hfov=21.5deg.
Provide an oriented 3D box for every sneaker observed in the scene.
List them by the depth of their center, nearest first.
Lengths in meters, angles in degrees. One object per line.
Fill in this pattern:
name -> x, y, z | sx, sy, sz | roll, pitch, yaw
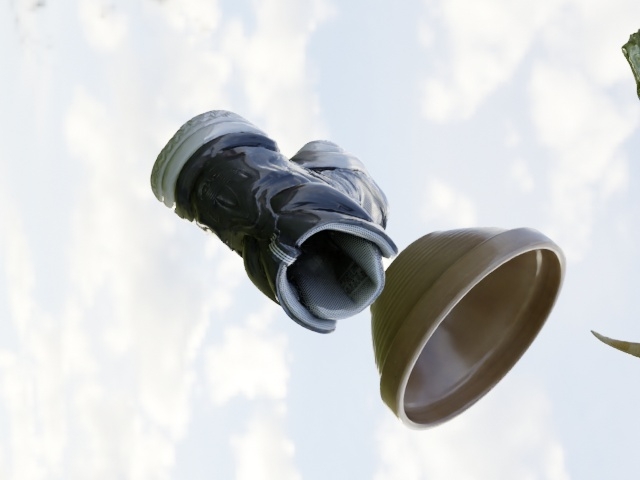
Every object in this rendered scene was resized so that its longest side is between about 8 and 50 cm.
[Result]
sneaker -> 0.000, 0.000, 1.206 | 0.153, 0.268, 0.101 | 45, -76, 29

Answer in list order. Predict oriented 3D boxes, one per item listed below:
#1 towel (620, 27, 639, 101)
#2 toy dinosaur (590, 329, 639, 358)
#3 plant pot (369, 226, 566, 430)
towel -> 0.272, -0.123, 1.112 | 0.027, 0.148, 0.110 | 46, -18, 58
toy dinosaur -> 0.320, 0.110, 1.397 | 0.183, 0.053, 0.092 | 3, -76, 30
plant pot -> 0.128, 0.067, 1.690 | 0.110, 0.237, 0.237 | 42, -44, 27
